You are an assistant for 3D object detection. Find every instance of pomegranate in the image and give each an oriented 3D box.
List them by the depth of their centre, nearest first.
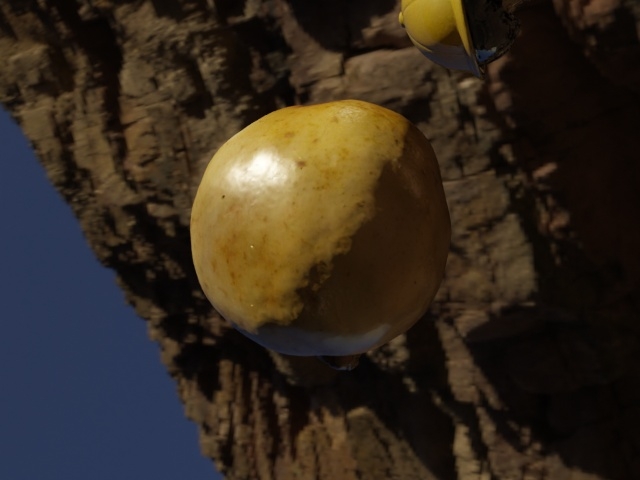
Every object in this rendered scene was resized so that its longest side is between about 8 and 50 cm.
[{"bbox_3d":[0.005,-0.017,1.329,0.307,0.307,0.307,2,-94,-36],"label":"pomegranate"}]

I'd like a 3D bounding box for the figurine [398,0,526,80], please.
[{"bbox_3d":[0.212,-0.319,1.459,0.167,0.257,0.192,51,-164,10],"label":"figurine"}]
